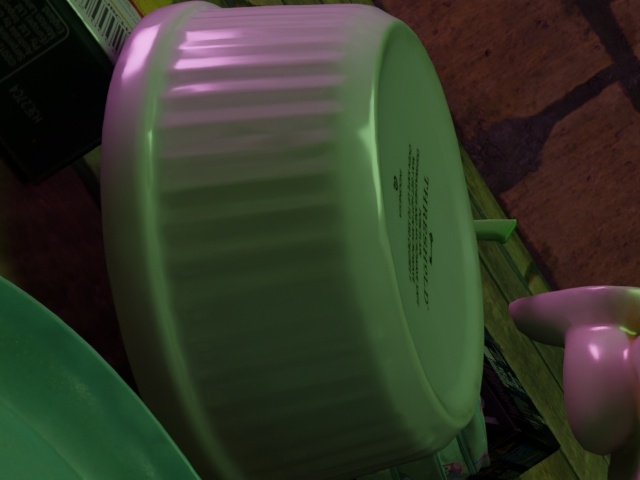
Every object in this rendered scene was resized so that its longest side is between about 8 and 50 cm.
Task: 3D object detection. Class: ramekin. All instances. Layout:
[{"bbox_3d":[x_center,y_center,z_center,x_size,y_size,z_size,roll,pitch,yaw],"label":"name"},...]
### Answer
[{"bbox_3d":[0.000,0.000,0.764,0.273,0.127,0.272,-10,90,-73],"label":"ramekin"}]

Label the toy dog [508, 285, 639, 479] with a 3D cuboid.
[{"bbox_3d":[0.312,0.233,0.980,0.395,0.285,0.407,156,-64,-72],"label":"toy dog"}]

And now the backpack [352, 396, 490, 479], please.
[{"bbox_3d":[0.044,0.083,0.963,0.152,0.115,0.182,59,15,-46],"label":"backpack"}]

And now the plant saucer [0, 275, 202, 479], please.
[{"bbox_3d":[-0.089,0.142,0.482,0.317,0.044,0.317,55,13,-18],"label":"plant saucer"}]

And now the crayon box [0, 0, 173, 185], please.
[{"bbox_3d":[-0.175,-0.183,0.853,0.202,0.081,0.318,54,13,-20],"label":"crayon box"}]

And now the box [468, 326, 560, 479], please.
[{"bbox_3d":[0.083,0.062,1.233,0.293,0.073,0.295,57,7,17],"label":"box"}]

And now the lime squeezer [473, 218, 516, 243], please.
[{"bbox_3d":[-0.020,-0.040,1.075,0.310,0.110,0.059,29,4,13],"label":"lime squeezer"}]

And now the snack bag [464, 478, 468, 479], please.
[{"bbox_3d":[0.142,0.285,1.057,0.323,0.037,0.342,51,14,-29],"label":"snack bag"}]
